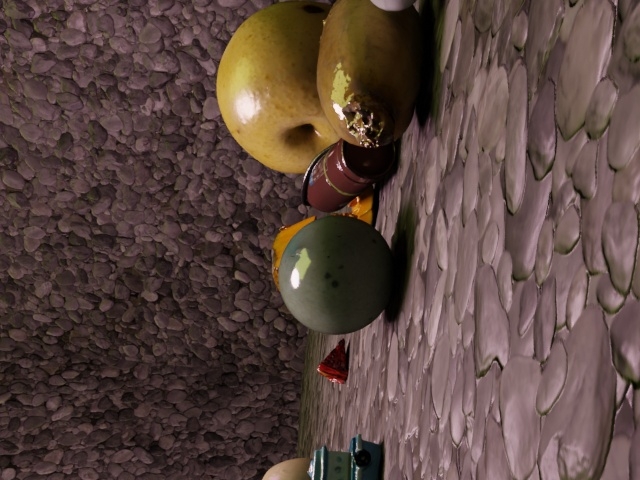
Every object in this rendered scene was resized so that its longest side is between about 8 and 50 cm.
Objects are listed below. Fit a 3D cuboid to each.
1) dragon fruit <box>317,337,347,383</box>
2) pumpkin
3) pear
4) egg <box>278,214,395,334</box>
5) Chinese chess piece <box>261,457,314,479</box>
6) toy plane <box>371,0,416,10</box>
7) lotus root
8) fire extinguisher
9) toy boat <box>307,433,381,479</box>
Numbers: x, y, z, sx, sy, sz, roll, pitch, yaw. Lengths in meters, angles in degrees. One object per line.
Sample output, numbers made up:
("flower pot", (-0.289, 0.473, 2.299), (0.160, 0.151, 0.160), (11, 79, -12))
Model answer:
("dragon fruit", (0.039, 0.284, 1.749), (0.097, 0.063, 0.131), (-48, -16, -28))
("pumpkin", (0.000, -0.001, 1.593), (0.139, 0.190, 0.281), (-85, 3, -52))
("pear", (-0.037, -0.301, 1.573), (0.348, 0.348, 0.349), (-173, 90, -87))
("egg", (0.023, 0.051, 1.157), (0.236, 0.169, 0.169), (112, 164, -72))
("Chinese chess piece", (-0.025, 0.465, 1.199), (0.273, 0.102, 0.274), (-5, -90, -78))
("toy plane", (0.108, -0.403, 0.956), (0.267, 0.122, 0.267), (19, -90, -78))
("lotus root", (0.066, -0.234, 1.104), (0.343, 0.151, 0.169), (-82, 0, -46))
("fire extinguisher", (0.045, -0.125, 1.435), (0.105, 0.141, 0.341), (55, 163, -1))
("toy boat", (0.026, 0.381, 1.065), (0.109, 0.098, 0.238), (95, 180, -60))
